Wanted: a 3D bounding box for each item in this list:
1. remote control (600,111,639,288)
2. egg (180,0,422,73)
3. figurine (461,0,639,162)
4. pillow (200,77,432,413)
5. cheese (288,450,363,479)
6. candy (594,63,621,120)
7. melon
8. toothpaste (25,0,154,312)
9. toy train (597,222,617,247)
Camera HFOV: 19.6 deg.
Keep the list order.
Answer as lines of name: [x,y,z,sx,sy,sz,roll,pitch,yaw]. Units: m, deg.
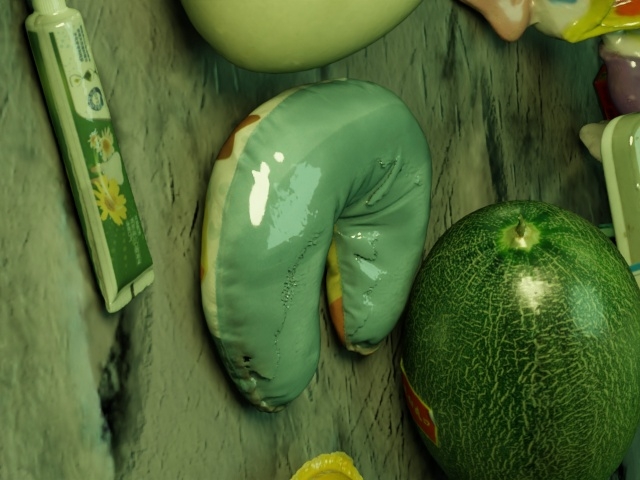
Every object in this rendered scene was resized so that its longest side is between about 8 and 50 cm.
remote control: [0.295,0.062,1.417,0.128,0.065,0.335,-16,97,-44]
egg: [0.000,-0.220,1.126,0.186,0.186,0.253,35,72,-52]
figurine: [0.280,-0.140,1.567,0.421,0.193,0.154,47,52,-33]
pillow: [0.000,0.000,1.221,0.233,0.086,0.214,-32,125,-54]
cheese: [0.019,0.230,1.252,0.270,0.069,0.177,6,84,-61]
candy: [0.318,-0.135,1.703,0.038,0.122,0.062,-55,132,-42]
melon: [0.150,0.080,1.347,0.287,0.182,0.182,86,25,-45]
toothpaste: [-0.133,-0.057,1.057,0.049,0.031,0.204,-43,126,-50]
toy train: [0.256,0.035,1.540,0.203,0.163,0.112,0,88,-44]
